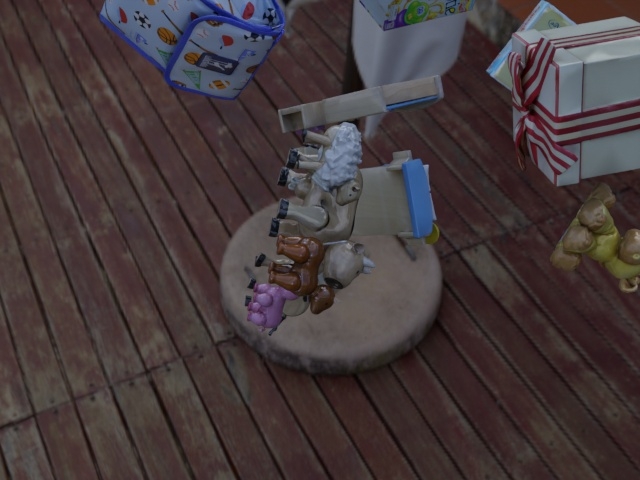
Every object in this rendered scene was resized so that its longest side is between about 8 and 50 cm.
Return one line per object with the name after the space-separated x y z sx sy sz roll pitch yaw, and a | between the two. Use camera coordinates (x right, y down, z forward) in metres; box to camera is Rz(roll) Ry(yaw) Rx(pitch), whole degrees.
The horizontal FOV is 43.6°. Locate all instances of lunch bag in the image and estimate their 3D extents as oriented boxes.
-0.289 -0.527 1.852 0.385 0.328 0.239 40 59 -8 | lunch bag

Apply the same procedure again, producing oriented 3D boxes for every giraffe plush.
0.564 0.013 1.562 0.171 0.210 0.181 32 82 13 | giraffe plush

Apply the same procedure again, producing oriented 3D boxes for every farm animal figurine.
0.000 0.000 1.304 0.172 0.330 0.326 14 80 -10 | farm animal figurine

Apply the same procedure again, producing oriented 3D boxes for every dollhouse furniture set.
0.111 -0.140 1.555 0.287 0.303 0.198 -4 11 43 | dollhouse furniture set

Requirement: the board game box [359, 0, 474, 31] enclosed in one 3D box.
0.260 -0.665 2.072 0.275 0.142 0.144 -18 57 -19 | board game box

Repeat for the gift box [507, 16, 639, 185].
0.475 -0.256 1.427 0.258 0.255 0.276 -10 24 -1 | gift box

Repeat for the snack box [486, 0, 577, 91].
0.541 -0.342 1.718 0.322 0.187 0.060 33 19 -13 | snack box
